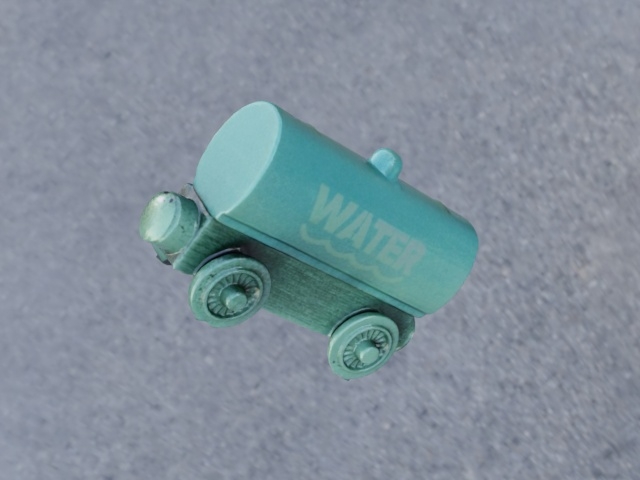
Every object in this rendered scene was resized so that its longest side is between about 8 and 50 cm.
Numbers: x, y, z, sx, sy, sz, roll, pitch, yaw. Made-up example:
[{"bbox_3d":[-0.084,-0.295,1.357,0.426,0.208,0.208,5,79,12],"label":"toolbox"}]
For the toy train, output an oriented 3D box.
[{"bbox_3d":[0.000,0.000,0.882,0.159,0.248,0.101,-49,43,14],"label":"toy train"}]
